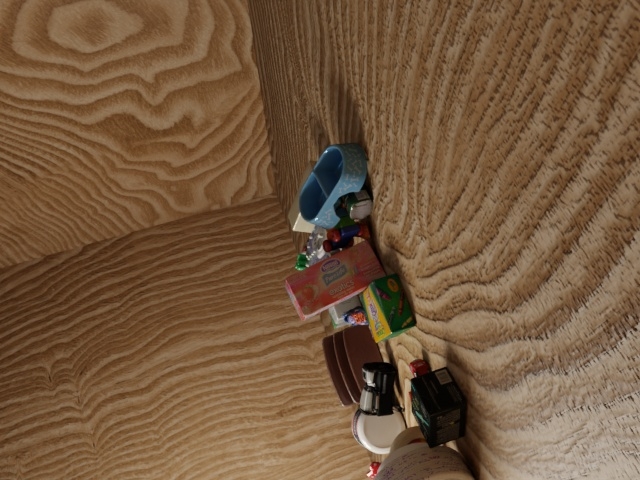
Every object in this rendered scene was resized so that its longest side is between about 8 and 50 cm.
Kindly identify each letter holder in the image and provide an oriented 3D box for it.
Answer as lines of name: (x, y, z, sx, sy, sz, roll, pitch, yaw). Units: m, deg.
letter holder: (0.141, 0.514, 2.215, 0.152, 0.215, 0.301, 103, 150, -74)

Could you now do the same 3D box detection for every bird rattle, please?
bird rattle: (0.271, 0.657, 1.624, 0.143, 0.254, 0.206, -145, 63, -76)

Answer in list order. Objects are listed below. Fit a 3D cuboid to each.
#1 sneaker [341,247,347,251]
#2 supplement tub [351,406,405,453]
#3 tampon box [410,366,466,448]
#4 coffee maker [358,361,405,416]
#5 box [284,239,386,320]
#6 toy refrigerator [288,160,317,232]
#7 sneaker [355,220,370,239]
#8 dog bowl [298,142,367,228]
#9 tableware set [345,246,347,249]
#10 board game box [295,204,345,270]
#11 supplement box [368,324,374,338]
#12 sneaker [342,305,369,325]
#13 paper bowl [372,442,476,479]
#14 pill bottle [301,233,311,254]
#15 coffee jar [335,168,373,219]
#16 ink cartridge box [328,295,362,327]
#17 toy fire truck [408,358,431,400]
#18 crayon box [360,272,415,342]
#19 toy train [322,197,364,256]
sneaker: (0.031, 0.059, 2.200, 0.302, 0.121, 0.108, 44, 142, 50)
supplement tub: (0.230, 0.759, 2.191, 0.272, 0.191, 0.191, 103, 149, -73)
tampon box: (0.302, 0.431, 1.386, 0.120, 0.102, 0.160, -115, 11, -48)
coffee maker: (0.230, 0.550, 2.007, 0.120, 0.171, 0.178, 17, 104, 55)
box: (0.044, 0.133, 1.768, 0.142, 0.300, 0.154, 63, 171, 10)
toy refrigerator: (-0.034, -0.165, 2.072, 0.102, 0.094, 0.269, -109, 33, -46)
sneaker: (0.124, -0.029, 1.785, 0.175, 0.068, 0.064, -166, 61, -78)
dog bowl: (0.027, -0.165, 1.621, 0.297, 0.074, 0.165, -57, 44, 35)
tableware set: (0.069, -0.009, 2.277, 0.194, 0.039, 0.128, 64, 153, 24)
board game box: (0.000, 0.000, 2.100, 0.390, 0.051, 0.389, -127, 51, -67)
supplement box: (0.210, 0.326, 1.988, 0.083, 0.043, 0.054, 96, 156, -67)
sneaker: (0.154, 0.306, 2.125, 0.221, 0.087, 0.083, 147, 104, -71)
paper bowl: (0.266, 0.664, 1.451, 0.148, 0.285, 0.284, -117, 13, -57)
pill bottle: (-0.031, 0.057, 2.535, 0.108, 0.108, 0.180, 90, -158, -62)
coffee jar: (0.096, -0.161, 1.668, 0.096, 0.079, 0.184, 87, 164, -56)
ink cartridge box: (0.077, 0.221, 2.380, 0.211, 0.122, 0.288, 98, 155, -69)
toy fire truck: (0.297, 0.431, 1.609, 0.135, 0.047, 0.191, -132, 27, -74)
crayon box: (0.205, 0.218, 1.681, 0.278, 0.081, 0.165, 102, 150, -73)
toy train: (0.040, -0.034, 1.773, 0.143, 0.105, 0.248, 69, 155, 16)
